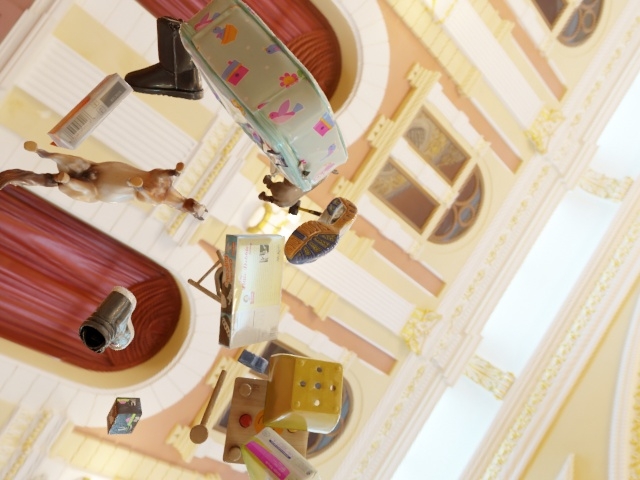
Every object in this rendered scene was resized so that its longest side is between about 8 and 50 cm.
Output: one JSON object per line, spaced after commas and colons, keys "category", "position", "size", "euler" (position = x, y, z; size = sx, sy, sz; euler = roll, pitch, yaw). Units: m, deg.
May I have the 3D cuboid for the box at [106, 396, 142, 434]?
{"category": "box", "position": [-0.487, 0.435, 1.263], "size": [0.083, 0.062, 0.052], "euler": [-57, -140, 26]}

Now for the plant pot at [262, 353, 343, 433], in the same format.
{"category": "plant pot", "position": [-0.035, 0.434, 1.480], "size": [0.187, 0.212, 0.212], "euler": [128, -29, -61]}

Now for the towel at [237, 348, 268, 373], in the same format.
{"category": "towel", "position": [-0.279, 0.498, 2.107], "size": [0.067, 0.119, 0.029], "euler": [-62, 179, -44]}

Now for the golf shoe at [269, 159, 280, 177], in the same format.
{"category": "golf shoe", "position": [-0.125, -0.258, 1.386], "size": [0.069, 0.086, 0.176], "euler": [-57, 167, -55]}

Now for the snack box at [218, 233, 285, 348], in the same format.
{"category": "snack box", "position": [-0.198, 0.141, 1.488], "size": [0.060, 0.187, 0.322], "euler": [10, -83, 41]}

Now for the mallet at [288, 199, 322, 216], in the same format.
{"category": "mallet", "position": [-0.039, -0.111, 1.757], "size": [0.189, 0.039, 0.062], "euler": [9, -92, 44]}

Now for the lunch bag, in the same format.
{"category": "lunch bag", "position": [-0.079, -0.205, 0.763], "size": [0.108, 0.224, 0.279], "euler": [-38, -107, -4]}

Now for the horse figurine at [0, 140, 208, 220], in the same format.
{"category": "horse figurine", "position": [-0.281, -0.078, 0.680], "size": [0.174, 0.263, 0.066], "euler": [162, -69, -76]}

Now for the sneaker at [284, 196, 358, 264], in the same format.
{"category": "sneaker", "position": [0.000, 0.000, 1.408], "size": [0.296, 0.112, 0.131], "euler": [-39, 164, -42]}

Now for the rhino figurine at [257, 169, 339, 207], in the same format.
{"category": "rhino figurine", "position": [-0.041, -0.163, 1.309], "size": [0.243, 0.073, 0.106], "euler": [-35, -136, -22]}

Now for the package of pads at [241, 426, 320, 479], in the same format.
{"category": "package of pads", "position": [-0.085, 0.652, 1.314], "size": [0.101, 0.297, 0.229], "euler": [-30, -147, -33]}

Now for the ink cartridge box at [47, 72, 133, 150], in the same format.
{"category": "ink cartridge box", "position": [-0.416, -0.226, 0.888], "size": [0.179, 0.045, 0.145], "euler": [18, -114, 47]}

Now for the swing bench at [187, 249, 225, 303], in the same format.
{"category": "swing bench", "position": [-0.274, 0.164, 1.772], "size": [0.165, 0.255, 0.253], "euler": [-44, 173, 14]}

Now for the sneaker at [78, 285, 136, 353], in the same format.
{"category": "sneaker", "position": [-0.594, 0.255, 1.398], "size": [0.147, 0.104, 0.296], "euler": [-56, 178, -43]}

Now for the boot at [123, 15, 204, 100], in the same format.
{"category": "boot", "position": [-0.434, -0.509, 1.405], "size": [0.094, 0.246, 0.207], "euler": [-64, 162, -59]}

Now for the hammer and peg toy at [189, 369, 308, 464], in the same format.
{"category": "hammer and peg toy", "position": [-0.211, 0.550, 1.573], "size": [0.127, 0.361, 0.266], "euler": [122, -23, -73]}
